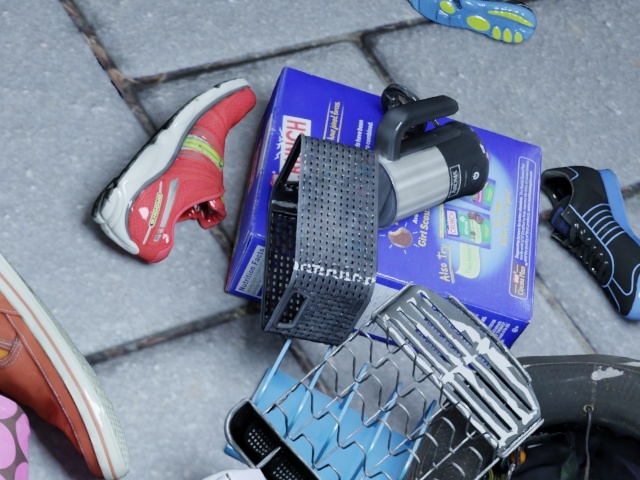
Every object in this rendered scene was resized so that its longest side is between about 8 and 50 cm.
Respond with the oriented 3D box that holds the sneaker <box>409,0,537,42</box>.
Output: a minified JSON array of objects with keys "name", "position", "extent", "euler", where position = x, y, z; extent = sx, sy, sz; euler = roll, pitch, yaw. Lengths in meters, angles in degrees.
[{"name":"sneaker","position":[0.193,-0.313,2.267],"extent":[0.188,0.067,0.078],"euler":[21,25,-3]}]

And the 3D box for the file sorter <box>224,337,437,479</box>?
[{"name":"file sorter","position":[0.015,0.182,1.723],"extent":[0.170,0.104,0.118],"euler":[28,47,1]}]

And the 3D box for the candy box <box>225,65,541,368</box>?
[{"name":"candy box","position":[0.074,-0.025,1.916],"extent":[0.317,0.122,0.268],"euler":[18,48,-9]}]

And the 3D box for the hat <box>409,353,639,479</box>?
[{"name":"hat","position":[0.255,0.257,1.713],"extent":[0.331,0.331,0.134],"euler":[34,4,7]}]

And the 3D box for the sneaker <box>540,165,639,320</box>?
[{"name":"sneaker","position":[0.322,0.003,2.033],"extent":[0.090,0.081,0.232],"euler":[2,44,-18]}]

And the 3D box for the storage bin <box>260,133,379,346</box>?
[{"name":"storage bin","position":[0.000,0.000,1.707],"extent":[0.084,0.122,0.180],"euler":[11,53,-14]}]

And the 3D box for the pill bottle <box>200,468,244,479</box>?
[{"name":"pill bottle","position":[-0.041,0.354,1.510],"extent":[0.161,0.161,0.283],"euler":[-25,64,-37]}]

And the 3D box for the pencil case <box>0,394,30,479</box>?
[{"name":"pencil case","position":[-0.307,0.244,1.543],"extent":[0.095,0.098,0.209],"euler":[50,26,-44]}]

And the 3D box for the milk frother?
[{"name":"milk frother","position":[0.080,-0.093,1.840],"extent":[0.135,0.129,0.143],"euler":[-20,18,-35]}]

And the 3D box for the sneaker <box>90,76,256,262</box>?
[{"name":"sneaker","position":[-0.143,-0.072,1.900],"extent":[0.118,0.107,0.279],"euler":[45,49,-8]}]

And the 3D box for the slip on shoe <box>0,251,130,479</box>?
[{"name":"slip on shoe","position":[-0.295,0.107,1.666],"extent":[0.101,0.123,0.331],"euler":[-39,76,-8]}]

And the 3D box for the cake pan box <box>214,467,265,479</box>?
[{"name":"cake pan box","position":[-0.096,0.357,1.409],"extent":[0.267,0.246,0.070],"euler":[60,21,17]}]

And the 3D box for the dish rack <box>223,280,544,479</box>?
[{"name":"dish rack","position":[0.068,0.169,1.607],"extent":[0.271,0.074,0.208],"euler":[-40,79,-17]}]
